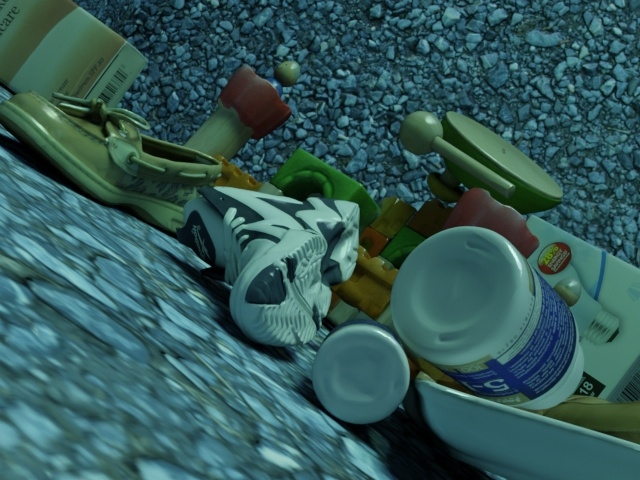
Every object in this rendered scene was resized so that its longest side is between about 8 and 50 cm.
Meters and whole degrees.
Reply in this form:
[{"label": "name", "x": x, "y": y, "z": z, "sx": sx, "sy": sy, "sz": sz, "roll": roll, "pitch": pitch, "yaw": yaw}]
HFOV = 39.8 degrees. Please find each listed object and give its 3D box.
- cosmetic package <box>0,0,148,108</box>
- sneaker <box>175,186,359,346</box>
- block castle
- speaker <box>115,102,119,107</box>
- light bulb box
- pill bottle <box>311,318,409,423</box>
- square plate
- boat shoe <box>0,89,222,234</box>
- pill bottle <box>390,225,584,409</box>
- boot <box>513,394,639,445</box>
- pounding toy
[{"label": "cosmetic package", "x": -0.411, "y": -0.289, "z": 1.227, "sx": 0.296, "sy": 0.153, "sz": 0.129, "roll": 35, "pitch": 0, "yaw": 3}, {"label": "sneaker", "x": -0.066, "y": 0.015, "z": 0.742, "sx": 0.153, "sy": 0.094, "sz": 0.235, "roll": 6, "pitch": 25, "yaw": 16}, {"label": "block castle", "x": 0.067, "y": -0.009, "z": 1.016, "sx": 0.453, "sy": 0.213, "sz": 0.303, "roll": 34, "pitch": -12, "yaw": 40}, {"label": "speaker", "x": -0.462, "y": -0.316, "z": 1.444, "sx": 0.297, "sy": 0.131, "sz": 0.131, "roll": 36, "pitch": 1, "yaw": 4}, {"label": "light bulb box", "x": 0.445, "y": 0.201, "z": 1.587, "sx": 0.225, "sy": 0.358, "sz": 0.361, "roll": 38, "pitch": -2, "yaw": -39}, {"label": "pill bottle", "x": 0.030, "y": 0.091, "z": 0.645, "sx": 0.067, "sy": 0.067, "sz": 0.120, "roll": 36, "pitch": 1, "yaw": 3}, {"label": "square plate", "x": 0.225, "y": 0.182, "z": 0.687, "sx": 0.344, "sy": 0.049, "sz": 0.347, "roll": 18, "pitch": -8, "yaw": 5}, {"label": "boat shoe", "x": -0.189, "y": -0.085, "z": 0.836, "sx": 0.105, "sy": 0.089, "sz": 0.285, "roll": 37, "pitch": 1, "yaw": 22}, {"label": "pill bottle", "x": 0.147, "y": 0.074, "z": 0.728, "sx": 0.112, "sy": 0.112, "sz": 0.187, "roll": 37, "pitch": 0, "yaw": 43}, {"label": "boot", "x": 0.350, "y": 0.217, "z": 0.982, "sx": 0.236, "sy": 0.089, "sz": 0.270, "roll": 1, "pitch": -10, "yaw": -33}, {"label": "pounding toy", "x": 0.192, "y": -0.070, "z": 1.120, "sx": 0.183, "sy": 0.110, "sz": 0.237, "roll": 45, "pitch": 23, "yaw": 25}]
